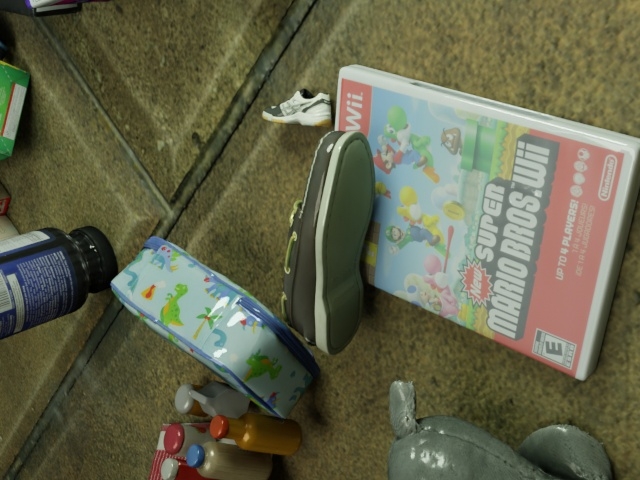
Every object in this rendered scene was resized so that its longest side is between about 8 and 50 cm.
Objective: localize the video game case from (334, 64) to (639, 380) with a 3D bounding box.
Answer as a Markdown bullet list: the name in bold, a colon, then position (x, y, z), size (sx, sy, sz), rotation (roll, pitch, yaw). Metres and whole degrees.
- **video game case**: position (0.123, -0.024, 0.731), size (0.285, 0.025, 0.204), rotation (24, 121, 36)

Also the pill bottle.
- **pill bottle**: position (-0.386, 0.053, 1.108), size (0.122, 0.219, 0.123), rotation (18, 117, 39)

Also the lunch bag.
- **lunch bag**: position (-0.112, 0.096, 0.913), size (0.219, 0.090, 0.176), rotation (28, 162, 36)

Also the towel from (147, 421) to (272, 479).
- **towel**: position (-0.164, 0.390, 1.035), size (0.237, 0.037, 0.329), rotation (-14, 58, 46)

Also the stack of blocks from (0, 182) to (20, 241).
- **stack of blocks**: position (-0.561, -0.020, 1.342), size (0.297, 0.087, 0.171), rotation (51, 133, 17)

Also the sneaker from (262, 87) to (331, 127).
- **sneaker**: position (-0.021, -0.131, 0.828), size (0.083, 0.032, 0.037), rotation (9, 98, 36)

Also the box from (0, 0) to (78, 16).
- **box**: position (-0.425, -0.447, 1.056), size (0.295, 0.073, 0.293), rotation (20, 119, 39)

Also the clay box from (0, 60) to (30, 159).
- **clay box**: position (-0.505, -0.169, 1.219), size (0.222, 0.053, 0.127), rotation (-7, 69, 46)

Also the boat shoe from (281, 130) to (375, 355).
- **boat shoe**: position (0.000, 0.000, 0.781), size (0.068, 0.081, 0.228), rotation (24, 124, 32)

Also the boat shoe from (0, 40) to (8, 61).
- **boat shoe**: position (-0.565, -0.301, 1.159), size (0.258, 0.089, 0.109), rotation (27, 173, -6)

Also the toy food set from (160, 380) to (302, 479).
- **toy food set**: position (-0.135, 0.223, 0.974), size (0.232, 0.104, 0.111), rotation (12, 84, 53)

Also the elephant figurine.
- **elephant figurine**: position (0.182, 0.237, 0.710), size (0.239, 0.186, 0.169), rotation (1, 63, 33)

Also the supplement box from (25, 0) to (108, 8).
- **supplement box**: position (-0.221, -0.323, 0.881), size (0.220, 0.111, 0.114), rotation (-2, 105, 45)
